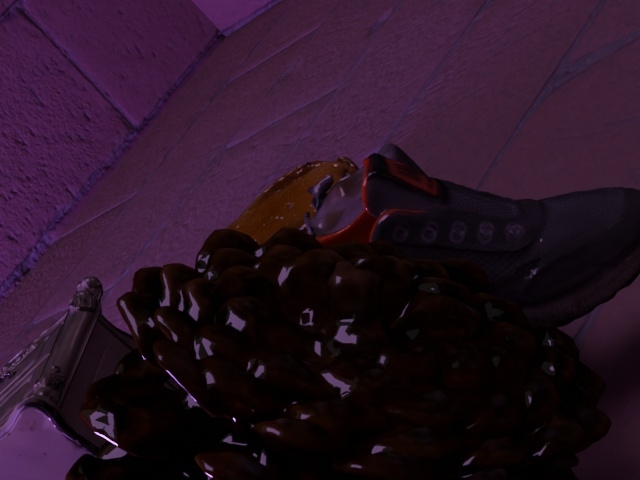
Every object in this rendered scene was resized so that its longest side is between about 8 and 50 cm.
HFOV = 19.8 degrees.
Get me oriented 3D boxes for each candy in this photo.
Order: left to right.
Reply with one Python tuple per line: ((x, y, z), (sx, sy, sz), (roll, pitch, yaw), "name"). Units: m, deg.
((0.087, 0.012, 1.871), (0.137, 0.195, 0.185), (-43, 18, 11), "candy")

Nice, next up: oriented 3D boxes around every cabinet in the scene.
((-0.307, 0.254, 2.094), (0.290, 0.227, 0.318), (-42, 16, 20), "cabinet")

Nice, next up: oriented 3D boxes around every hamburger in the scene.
((-0.008, 0.022, 2.166), (0.244, 0.163, 0.244), (-34, 23, 16), "hamburger")

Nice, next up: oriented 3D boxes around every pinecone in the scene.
((0.008, 0.190, 1.303), (0.398, 0.398, 0.398), (-40, 15, 13), "pinecone")

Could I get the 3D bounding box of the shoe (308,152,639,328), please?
((0.098, -0.008, 1.483), (0.336, 0.171, 0.132), (-19, 30, 15), "shoe")
